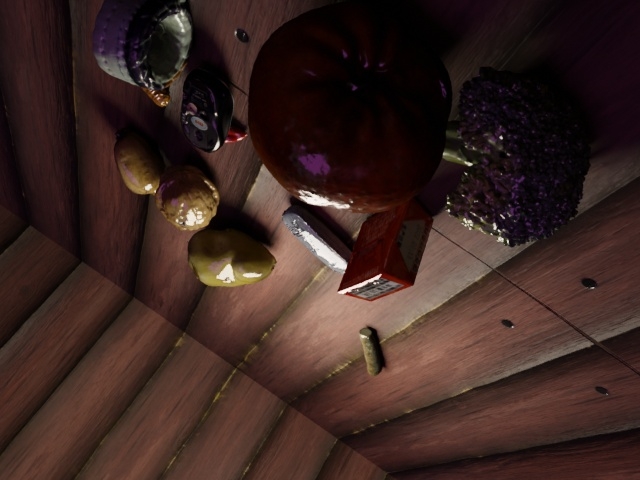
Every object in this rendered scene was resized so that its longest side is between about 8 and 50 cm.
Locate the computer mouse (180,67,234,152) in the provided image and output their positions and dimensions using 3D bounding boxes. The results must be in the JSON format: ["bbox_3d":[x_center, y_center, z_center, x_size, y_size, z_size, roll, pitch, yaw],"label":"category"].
[{"bbox_3d":[-0.292,-0.344,1.611,0.137,0.096,0.233,28,135,11],"label":"computer mouse"}]

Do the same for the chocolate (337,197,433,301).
[{"bbox_3d":[0.168,0.032,1.577,0.108,0.234,0.237,32,151,-17],"label":"chocolate"}]

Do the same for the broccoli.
[{"bbox_3d":[0.335,-0.139,1.158,0.302,0.249,0.375,3,143,37],"label":"broccoli"}]

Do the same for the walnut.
[{"bbox_3d":[-0.420,-0.134,1.937,0.198,0.198,0.245,24,149,17],"label":"walnut"}]

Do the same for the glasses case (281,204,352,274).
[{"bbox_3d":[0.000,0.000,1.844,0.282,0.067,0.109,45,150,-15],"label":"glasses case"}]

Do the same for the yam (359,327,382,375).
[{"bbox_3d":[0.185,0.408,2.250,0.061,0.061,0.274,16,144,28],"label":"yam"}]

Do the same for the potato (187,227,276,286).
[{"bbox_3d":[-0.304,0.064,2.093,0.351,0.202,0.218,7,152,25],"label":"potato"}]

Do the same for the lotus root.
[{"bbox_3d":[-0.592,-0.244,2.003,0.256,0.140,0.154,63,180,-24],"label":"lotus root"}]

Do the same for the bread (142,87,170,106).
[{"bbox_3d":[-0.479,-0.440,1.705,0.052,0.044,0.157,-10,129,42],"label":"bread"}]

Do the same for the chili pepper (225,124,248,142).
[{"bbox_3d":[-0.286,-0.299,1.713,0.191,0.050,0.059,8,125,24],"label":"chili pepper"}]

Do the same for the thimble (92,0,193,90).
[{"bbox_3d":[-0.405,-0.477,1.423,0.150,0.237,0.237,24,148,11],"label":"thimble"}]

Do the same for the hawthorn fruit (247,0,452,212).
[{"bbox_3d":[0.045,-0.240,1.189,0.403,0.402,0.402,24,148,16],"label":"hawthorn fruit"}]
